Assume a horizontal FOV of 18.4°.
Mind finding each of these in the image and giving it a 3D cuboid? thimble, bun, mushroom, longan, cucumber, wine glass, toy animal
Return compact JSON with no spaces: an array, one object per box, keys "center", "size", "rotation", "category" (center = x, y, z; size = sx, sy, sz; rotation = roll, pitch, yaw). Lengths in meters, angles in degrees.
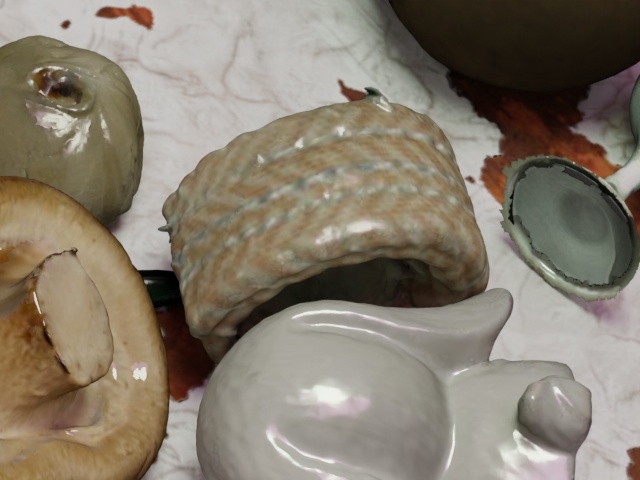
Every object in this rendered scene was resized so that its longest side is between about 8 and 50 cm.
[{"center":[0.006,0.001,1.515],"size":[0.229,0.196,0.148],"rotation":[-22,56,9],"category":"thimble"},{"center":[-0.217,-0.090,1.569],"size":[0.173,0.113,0.166],"rotation":[29,55,10],"category":"bun"},{"center":[-0.220,0.085,1.405],"size":[0.278,0.146,0.278],"rotation":[26,52,-39],"category":"mushroom"},{"center":[0.187,-0.270,1.680],"size":[0.297,0.297,0.297],"rotation":[6,55,-9],"category":"longan"},{"center":[-0.179,0.043,1.538],"size":[0.184,0.033,0.036],"rotation":[-8,44,-20],"category":"cucumber"},{"center":[0.294,-0.087,1.672],"size":[0.143,0.143,0.321],"rotation":[41,57,15],"category":"wine glass"},{"center":[0.044,0.141,1.418],"size":[0.265,0.206,0.272],"rotation":[16,56,-7],"category":"toy animal"}]
